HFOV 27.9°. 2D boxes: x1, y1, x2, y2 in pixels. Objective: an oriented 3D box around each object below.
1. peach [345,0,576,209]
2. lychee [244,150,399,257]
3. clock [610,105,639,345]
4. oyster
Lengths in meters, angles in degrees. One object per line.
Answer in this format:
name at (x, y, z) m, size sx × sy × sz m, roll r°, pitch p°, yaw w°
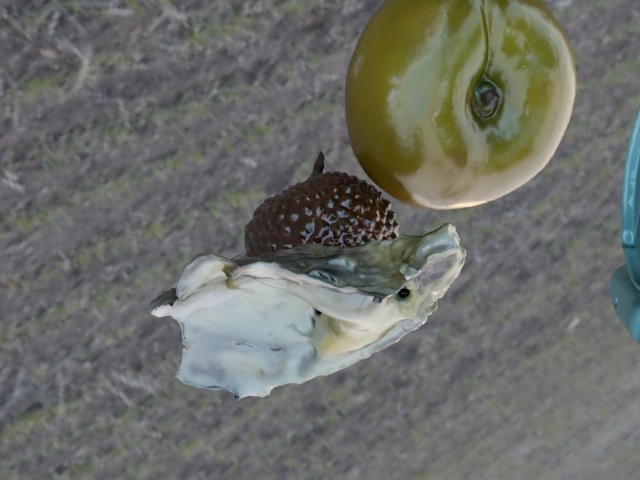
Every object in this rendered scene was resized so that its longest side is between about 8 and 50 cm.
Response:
peach at (0.140, -0.152, 1.290) m, size 0.251 × 0.153 × 0.251 m, roll -6°, pitch 103°, yaw -29°
lychee at (0.000, 0.000, 1.336) m, size 0.165 × 0.197 × 0.165 m, roll -13°, pitch 155°, yaw -6°
clock at (0.318, -0.038, 1.085) m, size 0.223 × 0.094 × 0.274 m, roll -98°, pitch -169°, yaw -78°
oyster at (-0.023, 0.056, 1.196) m, size 0.271 × 0.100 × 0.275 m, roll 0°, pitch 152°, yaw -18°
